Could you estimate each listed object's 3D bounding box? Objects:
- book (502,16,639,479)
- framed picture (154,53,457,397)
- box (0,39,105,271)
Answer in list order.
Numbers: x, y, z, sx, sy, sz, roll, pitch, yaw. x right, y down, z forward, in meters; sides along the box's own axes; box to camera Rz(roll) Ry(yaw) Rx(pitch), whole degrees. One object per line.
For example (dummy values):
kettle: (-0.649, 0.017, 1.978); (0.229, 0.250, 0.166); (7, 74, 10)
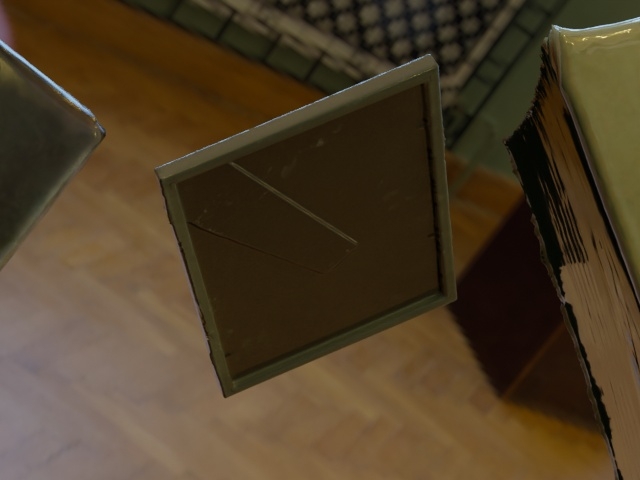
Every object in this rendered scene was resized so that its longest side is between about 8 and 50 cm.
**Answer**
book: (0.119, 0.069, 0.561); (0.371, 0.043, 0.260); (-5, 78, -87)
framed picture: (0.000, 0.000, 1.108); (0.250, 0.184, 0.016); (78, -14, -53)
box: (-0.160, 0.006, 0.489); (0.047, 0.180, 0.325); (39, -3, -20)
